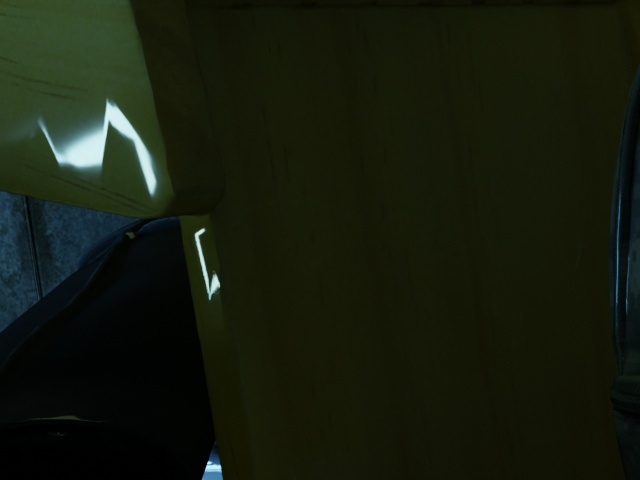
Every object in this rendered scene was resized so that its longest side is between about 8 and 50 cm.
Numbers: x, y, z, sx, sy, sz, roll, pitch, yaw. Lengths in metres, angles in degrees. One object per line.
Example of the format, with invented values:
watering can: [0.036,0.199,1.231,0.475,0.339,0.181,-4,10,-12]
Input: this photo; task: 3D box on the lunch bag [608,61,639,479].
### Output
lunch bag: [0.257,0.007,0.608,0.212,0.256,0.305,-10,-1,41]

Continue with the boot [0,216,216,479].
boot: [-0.059,0.047,0.896,0.367,0.146,0.445,-26,6,16]

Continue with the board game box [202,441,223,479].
board game box: [-0.025,0.155,1.100,0.318,0.066,0.318,-8,-1,-42]

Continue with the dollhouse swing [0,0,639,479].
dollhouse swing: [0.000,0.000,0.794,0.346,0.305,0.315,-8,11,-39]
